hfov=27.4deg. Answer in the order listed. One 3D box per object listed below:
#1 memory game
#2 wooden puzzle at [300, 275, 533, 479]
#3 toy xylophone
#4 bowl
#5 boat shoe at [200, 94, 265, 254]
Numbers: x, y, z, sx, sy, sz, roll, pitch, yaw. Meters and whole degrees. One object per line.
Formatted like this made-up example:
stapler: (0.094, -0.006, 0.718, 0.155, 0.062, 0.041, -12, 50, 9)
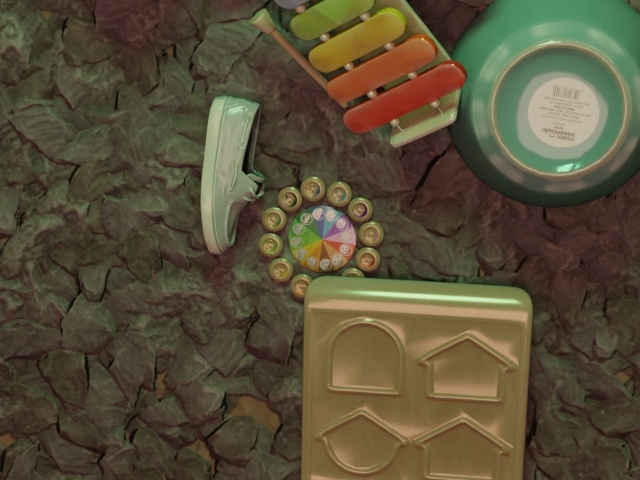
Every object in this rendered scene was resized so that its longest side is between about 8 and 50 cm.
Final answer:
memory game: (0.000, 0.000, 1.896, 0.186, 0.012, 0.186, 2, 103, 8)
wooden puzzle: (0.136, 0.228, 1.899, 0.322, 0.080, 0.348, 3, 99, 7)
toy xylophone: (0.039, -0.256, 1.726, 0.322, 0.081, 0.236, 42, 137, -17)
bowl: (0.311, -0.183, 1.732, 0.311, 0.163, 0.312, 2, 102, 9)
boat shoe: (-0.120, -0.089, 1.859, 0.081, 0.079, 0.228, 6, 100, 11)
